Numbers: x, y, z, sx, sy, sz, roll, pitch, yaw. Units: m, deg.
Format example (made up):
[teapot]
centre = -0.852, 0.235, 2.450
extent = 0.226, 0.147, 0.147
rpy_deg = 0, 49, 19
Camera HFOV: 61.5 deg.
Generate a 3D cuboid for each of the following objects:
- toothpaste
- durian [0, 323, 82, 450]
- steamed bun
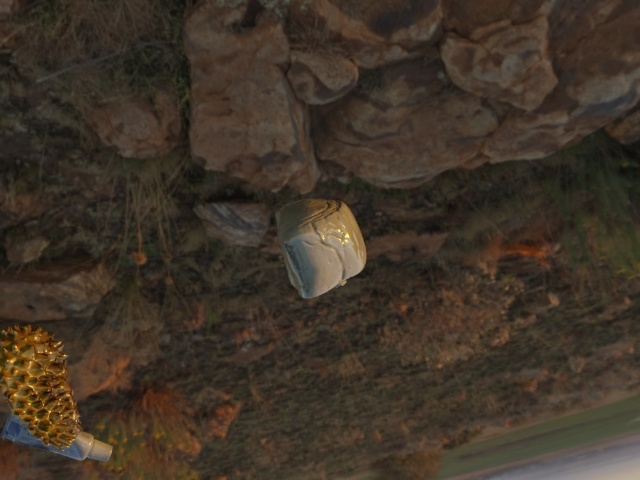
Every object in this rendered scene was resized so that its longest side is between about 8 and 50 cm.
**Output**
[toothpaste]
centre = -0.703, 0.536, 1.447
extent = 0.283, 0.099, 0.068
rpy_deg = 25, 178, -17
[durian]
centre = -0.650, 0.322, 1.253
extent = 0.112, 0.341, 0.191
rpy_deg = -26, 159, -5
[steamed bun]
centre = 0.004, 0.000, 1.510
extent = 0.236, 0.246, 0.383
rpy_deg = -16, -168, -4
